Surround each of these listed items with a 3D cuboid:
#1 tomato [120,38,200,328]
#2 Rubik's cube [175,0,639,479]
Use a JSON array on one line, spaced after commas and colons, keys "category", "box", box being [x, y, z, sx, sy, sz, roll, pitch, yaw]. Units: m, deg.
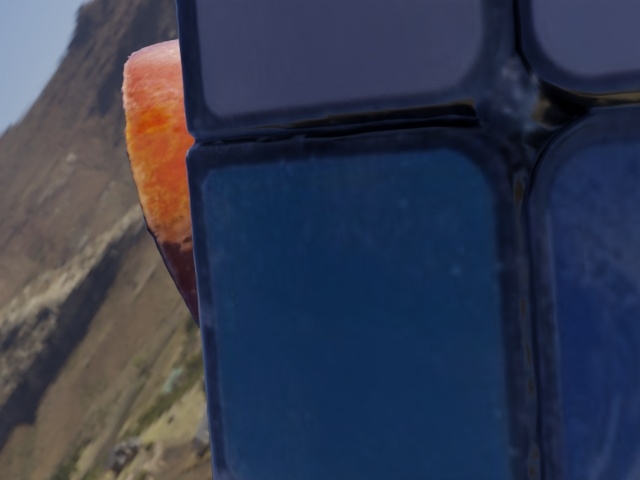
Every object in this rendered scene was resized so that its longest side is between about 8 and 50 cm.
[{"category": "tomato", "box": [0.008, -0.009, 0.851, 0.144, 0.338, 0.338, -30, 18, 15]}, {"category": "Rubik's cube", "box": [0.153, -0.055, 0.508, 0.316, 0.318, 0.313, 0, 5, 36]}]
